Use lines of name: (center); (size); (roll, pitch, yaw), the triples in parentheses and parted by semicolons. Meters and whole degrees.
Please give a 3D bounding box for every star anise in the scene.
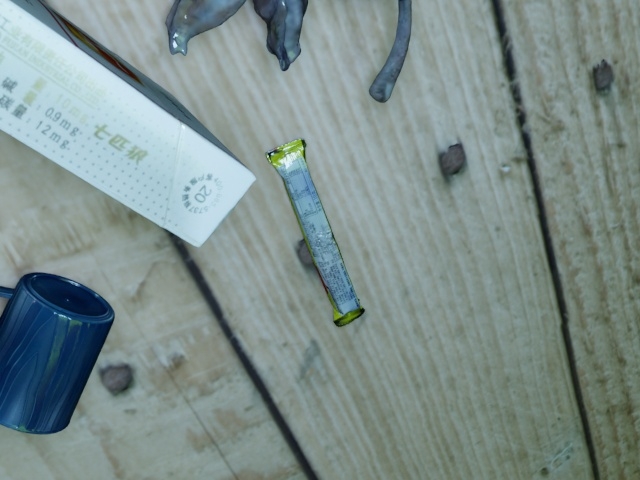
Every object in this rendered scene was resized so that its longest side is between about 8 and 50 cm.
star anise: (-0.049, -0.290, 0.932); (0.316, 0.139, 0.359); (-4, 129, -13)

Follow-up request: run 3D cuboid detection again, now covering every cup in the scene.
cup: (-0.307, 0.113, 1.007); (0.150, 0.113, 0.138); (17, 105, -40)

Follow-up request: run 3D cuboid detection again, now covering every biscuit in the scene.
biscuit: (0.000, 0.000, 1.189); (0.048, 0.026, 0.292); (-28, 128, -10)

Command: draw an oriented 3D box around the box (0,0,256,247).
box: (-0.233, -0.141, 0.840); (0.095, 0.210, 0.330); (-50, 130, 4)
